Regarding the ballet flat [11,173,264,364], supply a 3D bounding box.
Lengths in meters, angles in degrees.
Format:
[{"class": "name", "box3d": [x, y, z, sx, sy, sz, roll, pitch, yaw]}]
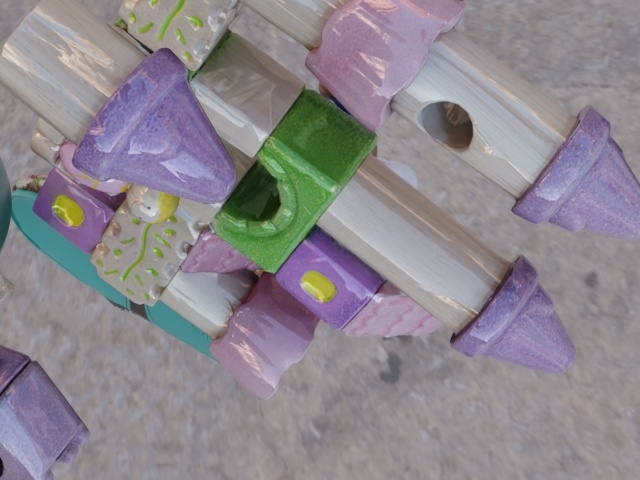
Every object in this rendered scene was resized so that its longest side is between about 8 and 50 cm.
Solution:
[{"class": "ballet flat", "box3d": [-0.100, 0.014, 0.875, 0.077, 0.241, 0.091, -41, 149, -35]}]

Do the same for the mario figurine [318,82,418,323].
[{"class": "mario figurine", "box3d": [0.042, -0.023, 1.273, 0.198, 0.320, 0.170, -25, 61, -19]}]

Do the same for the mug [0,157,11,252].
[{"class": "mug", "box3d": [-0.239, 0.004, 0.687, 0.129, 0.097, 0.158, 32, 106, -15]}]

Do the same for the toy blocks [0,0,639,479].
[{"class": "toy blocks", "box3d": [0.000, 0.000, 0.610, 0.260, 0.288, 0.309, 38, 50, -1]}]
